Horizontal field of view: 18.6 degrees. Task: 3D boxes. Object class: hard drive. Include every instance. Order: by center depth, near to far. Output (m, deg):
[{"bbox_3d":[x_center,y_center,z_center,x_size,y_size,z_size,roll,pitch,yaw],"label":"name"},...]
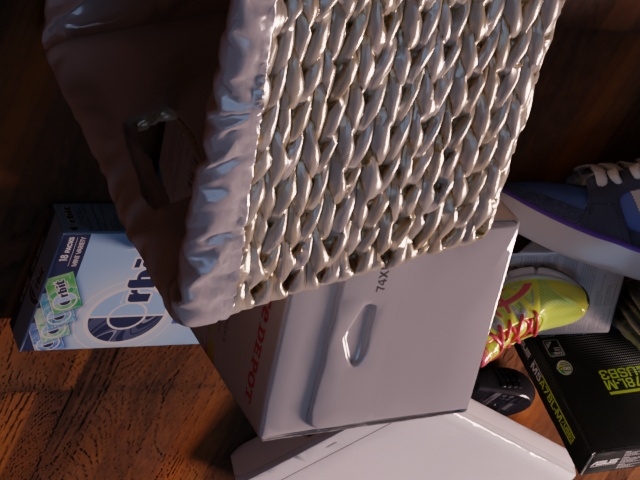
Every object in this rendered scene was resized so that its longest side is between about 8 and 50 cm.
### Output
[{"bbox_3d":[0.099,0.250,2.170,0.233,0.047,0.353,-30,145,24],"label":"hard drive"}]

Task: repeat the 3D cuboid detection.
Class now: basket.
[{"bbox_3d":[-0.023,-0.173,1.380,0.266,0.328,0.331,-10,138,-23],"label":"basket"}]

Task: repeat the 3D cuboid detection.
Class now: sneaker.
[{"bbox_3d":[0.342,-0.077,1.908,0.323,0.130,0.236,17,95,-7],"label":"sneaker"},{"bbox_3d":[0.173,0.088,1.979,0.209,0.094,0.081,-8,139,-4],"label":"sneaker"}]

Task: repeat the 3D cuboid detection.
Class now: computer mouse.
[{"bbox_3d":[0.131,0.151,2.113,0.242,0.041,0.071,12,146,-33],"label":"computer mouse"}]

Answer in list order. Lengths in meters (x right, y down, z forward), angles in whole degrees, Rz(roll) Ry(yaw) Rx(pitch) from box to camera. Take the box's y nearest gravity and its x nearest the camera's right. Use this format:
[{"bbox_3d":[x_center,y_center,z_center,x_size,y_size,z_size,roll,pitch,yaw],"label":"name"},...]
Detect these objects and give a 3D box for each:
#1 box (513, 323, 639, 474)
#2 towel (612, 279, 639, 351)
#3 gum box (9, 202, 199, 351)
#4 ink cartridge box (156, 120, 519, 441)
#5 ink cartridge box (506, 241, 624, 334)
[{"bbox_3d":[0.325,0.157,2.101,0.191,0.184,0.045,-4,138,-25],"label":"box"},{"bbox_3d":[0.510,0.122,2.000,0.374,0.320,0.090,9,100,-8],"label":"towel"},{"bbox_3d":[-0.174,0.034,1.782,0.184,0.041,0.157,0,136,-29],"label":"gum box"},{"bbox_3d":[0.000,0.000,1.621,0.197,0.270,0.198,-5,125,-26],"label":"ink cartridge box"},{"bbox_3d":[0.224,0.042,2.040,0.179,0.045,0.145,1,140,-4],"label":"ink cartridge box"}]
